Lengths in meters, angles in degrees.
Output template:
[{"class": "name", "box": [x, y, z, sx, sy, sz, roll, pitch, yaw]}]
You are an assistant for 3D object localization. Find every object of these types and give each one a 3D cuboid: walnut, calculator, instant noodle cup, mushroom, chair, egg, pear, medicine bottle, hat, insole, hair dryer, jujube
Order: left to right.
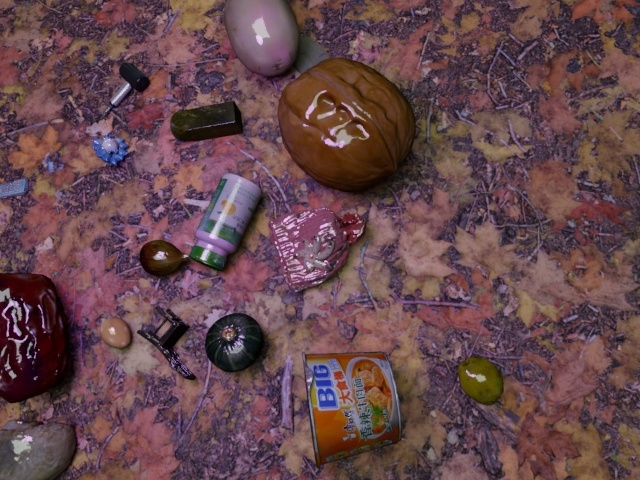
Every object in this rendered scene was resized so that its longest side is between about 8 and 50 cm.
[{"class": "calculator", "box": [-1.050, -0.164, 1.751, 0.172, 0.018, 0.057, -10, 73, 6]}, {"class": "mushroom", "box": [-0.831, 0.593, 1.447, 0.267, 0.164, 0.189, 0, 74, 7]}, {"class": "jujube", "box": [-0.852, 0.259, 1.504, 0.259, 0.258, 0.376, -24, 86, 1]}, {"class": "egg", "box": [-0.597, 0.272, 1.544, 0.080, 0.080, 0.096, -32, 74, -2]}, {"class": "hair dryer", "box": [-0.673, -0.499, 1.777, 0.100, 0.057, 0.197, 40, 89, 17]}, {"class": "chair", "box": [-0.409, 0.295, 1.515, 0.213, 0.084, 0.101, 38, 87, 15]}, {"class": "medicine bottle", "box": [-0.284, -0.051, 1.564, 0.134, 0.133, 0.274, 21, 80, 12]}, {"class": "insole", "box": [-0.002, -0.533, 1.718, 0.119, 0.009, 0.348, -24, 74, 0]}, {"class": "hat", "box": [0.000, 0.000, 1.527, 0.287, 0.107, 0.236, -21, 84, 6]}, {"class": "walnut", "box": [0.073, -0.326, 1.498, 0.398, 0.308, 0.354, 42, 88, 17]}, {"class": "instant noodle cup", "box": [0.075, 0.408, 1.334, 0.214, 0.296, 0.296, -8, 74, -5]}, {"class": "pear", "box": [0.420, 0.365, 1.383, 0.107, 0.107, 0.131, -45, 86, -5]}]

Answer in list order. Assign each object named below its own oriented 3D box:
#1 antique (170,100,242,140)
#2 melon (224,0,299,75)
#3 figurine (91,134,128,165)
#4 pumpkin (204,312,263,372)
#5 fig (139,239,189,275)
[{"class": "antique", "box": [-0.367, -0.373, 1.687, 0.221, 0.081, 0.080, -10, 72, 5]}, {"class": "melon", "box": [-0.185, -0.671, 1.668, 0.223, 0.223, 0.316, -21, 71, 1]}, {"class": "figurine", "box": [-0.674, -0.287, 1.702, 0.114, 0.079, 0.114, 21, 46, -24]}, {"class": "pumpkin", "box": [-0.241, 0.285, 1.473, 0.167, 0.125, 0.167, 2, 53, -2]}, {"class": "fig", "box": [-0.461, 0.049, 1.575, 0.155, 0.103, 0.109, -9, 97, 13]}]
